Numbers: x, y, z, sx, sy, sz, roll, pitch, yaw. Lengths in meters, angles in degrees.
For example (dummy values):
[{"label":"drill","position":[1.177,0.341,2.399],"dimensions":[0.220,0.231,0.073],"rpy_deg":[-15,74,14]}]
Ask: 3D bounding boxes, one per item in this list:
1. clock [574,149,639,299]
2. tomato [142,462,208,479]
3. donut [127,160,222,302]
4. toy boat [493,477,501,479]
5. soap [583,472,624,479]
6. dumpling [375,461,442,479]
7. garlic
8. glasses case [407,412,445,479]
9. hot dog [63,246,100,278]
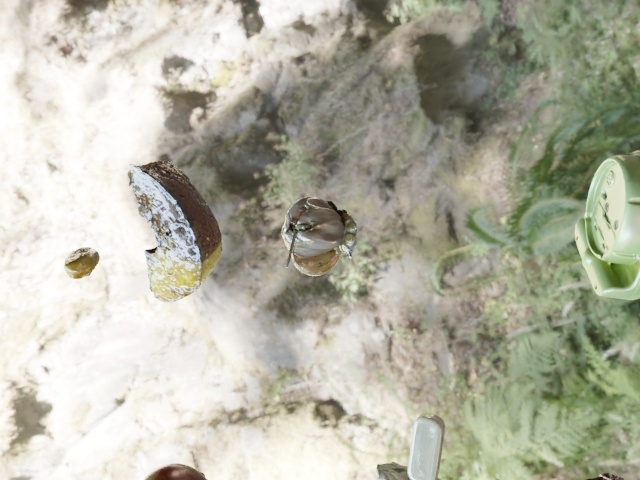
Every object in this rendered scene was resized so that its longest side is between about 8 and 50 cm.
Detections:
[{"label":"clock","position":[0.703,-0.066,1.700],"dimensions":[0.286,0.117,0.349],"rpy_deg":[-86,1,-54]},{"label":"tomato","position":[-0.277,0.500,1.390],"dimensions":[0.167,0.167,0.167],"rpy_deg":[-18,-90,-79]},{"label":"donut","position":[-0.253,-0.016,1.387],"dimensions":[0.112,0.151,0.295],"rpy_deg":[-44,-40,-44]},{"label":"toy boat","position":[0.419,0.573,1.579],"dimensions":[0.282,0.096,0.206],"rpy_deg":[52,-179,-42]},{"label":"soap","position":[0.719,0.672,1.907],"dimensions":[0.250,0.162,0.099],"rpy_deg":[50,-154,-75]},{"label":"dumpling","position":[0.274,0.746,2.163],"dimensions":[0.260,0.181,0.341],"rpy_deg":[42,-156,-17]},{"label":"garlic","position":[0.000,0.000,1.906],"dimensions":[0.257,0.207,0.207],"rpy_deg":[-75,-34,-68]},{"label":"glasses case","position":[0.285,0.564,1.996],"dimensions":[0.050,0.083,0.196],"rpy_deg":[-18,-62,-64]},{"label":"hot dog","position":[-0.444,0.043,1.387],"dimensions":[0.047,0.066,0.215],"rpy_deg":[66,164,-11]}]
